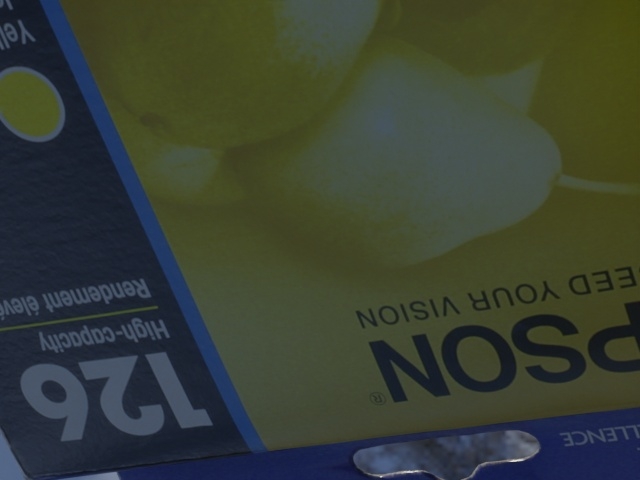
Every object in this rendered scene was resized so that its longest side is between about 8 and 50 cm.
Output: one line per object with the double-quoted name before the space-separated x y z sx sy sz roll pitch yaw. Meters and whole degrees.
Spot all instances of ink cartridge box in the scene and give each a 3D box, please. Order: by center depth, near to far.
"ink cartridge box" 0.000 0.000 0.499 0.307 0.303 0.072 68 -153 -21
